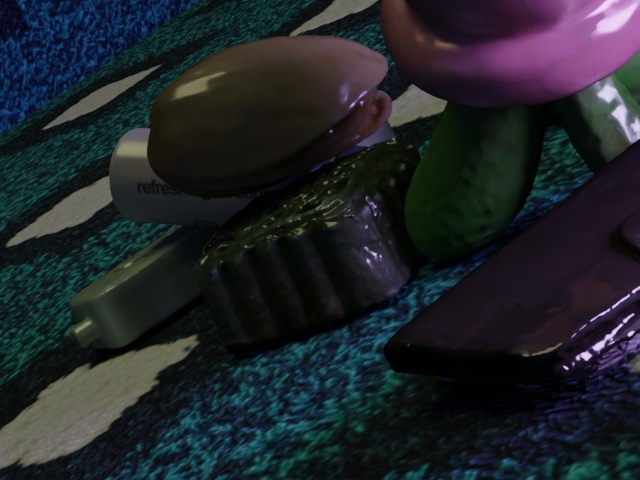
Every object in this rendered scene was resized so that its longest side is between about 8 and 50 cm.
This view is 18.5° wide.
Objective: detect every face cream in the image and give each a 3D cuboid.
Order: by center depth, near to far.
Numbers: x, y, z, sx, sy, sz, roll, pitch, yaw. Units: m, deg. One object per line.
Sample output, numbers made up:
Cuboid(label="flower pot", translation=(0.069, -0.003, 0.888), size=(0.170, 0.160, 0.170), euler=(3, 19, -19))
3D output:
Cuboid(label="face cream", translation=(-0.038, -0.052, 1.770), size=(0.311, 0.092, 0.092), euler=(4, 28, 27))

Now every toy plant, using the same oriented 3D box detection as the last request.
Cuboid(label="toy plant", translation=(0.175, -0.173, 1.464), size=(0.317, 0.356, 0.210), euler=(-35, 40, -15))

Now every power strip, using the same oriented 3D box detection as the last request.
Cuboid(label="power strip", translation=(-0.085, -0.010, 1.885), size=(0.385, 0.062, 0.091), euler=(-35, 13, -26))

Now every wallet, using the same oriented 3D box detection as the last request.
Cuboid(label="wallet", translation=(0.191, 0.001, 1.282), size=(0.309, 0.042, 0.165), euler=(-34, 21, -32))

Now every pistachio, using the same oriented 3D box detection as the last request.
Cuboid(label="pistachio", translation=(-0.043, -0.105, 1.661), size=(0.226, 0.136, 0.136), euler=(-20, 10, -18))

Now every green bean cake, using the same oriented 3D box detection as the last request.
Cuboid(label="green bean cake", translation=(0.000, 0.000, 1.610), size=(0.173, 0.094, 0.181), euler=(-21, 14, 32))

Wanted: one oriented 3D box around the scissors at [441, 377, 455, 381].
Cuboid(label="scissors", translation=(0.142, 0.038, 1.339), size=(0.110, 0.021, 0.212), euler=(-12, 19, 29))
